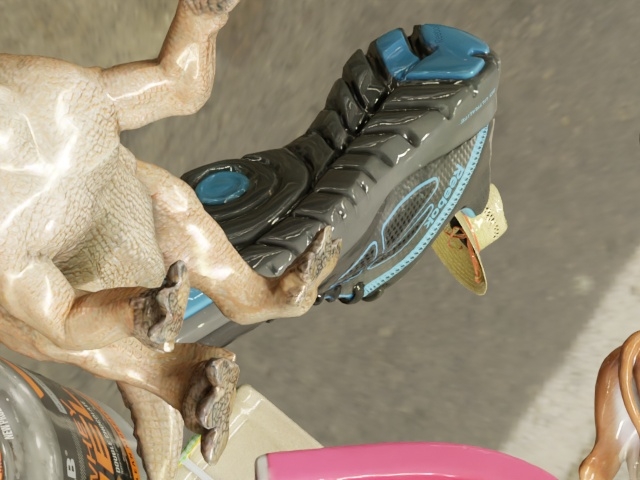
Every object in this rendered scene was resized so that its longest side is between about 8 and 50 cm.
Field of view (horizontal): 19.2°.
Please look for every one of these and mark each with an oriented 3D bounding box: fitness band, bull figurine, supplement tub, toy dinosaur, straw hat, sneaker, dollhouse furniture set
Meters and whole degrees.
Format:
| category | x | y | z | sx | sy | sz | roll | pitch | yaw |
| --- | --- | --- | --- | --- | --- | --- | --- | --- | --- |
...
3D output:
| category | x | y | z | sx | sy | sz | roll | pitch | yaw |
| --- | --- | --- | --- | --- | --- | --- | --- | --- | --- |
| fitness band | 0.043 | 0.225 | 1.170 | 0.291 | 0.054 | 0.209 | -3 | 52 | -3 |
| bull figurine | 0.309 | 0.173 | 1.438 | 0.310 | 0.101 | 0.188 | 24 | 72 | -36 |
| supplement tub | -0.252 | 0.185 | 1.351 | 0.207 | 0.338 | 0.207 | -3 | 78 | 12 |
| toy dinosaur | -0.114 | -0.017 | 0.664 | 0.200 | 0.296 | 0.127 | 11 | 59 | 20 |
| straw hat | 0.135 | -0.023 | 1.708 | 0.061 | 0.144 | 0.144 | -30 | 90 | -10 |
| sneaker | 0.000 | 0.000 | 1.188 | 0.341 | 0.125 | 0.139 | -35 | 134 | -30 |
| dollhouse furniture set | -0.022 | 0.291 | 1.685 | 0.301 | 0.151 | 0.197 | 40 | 86 | 1 |
